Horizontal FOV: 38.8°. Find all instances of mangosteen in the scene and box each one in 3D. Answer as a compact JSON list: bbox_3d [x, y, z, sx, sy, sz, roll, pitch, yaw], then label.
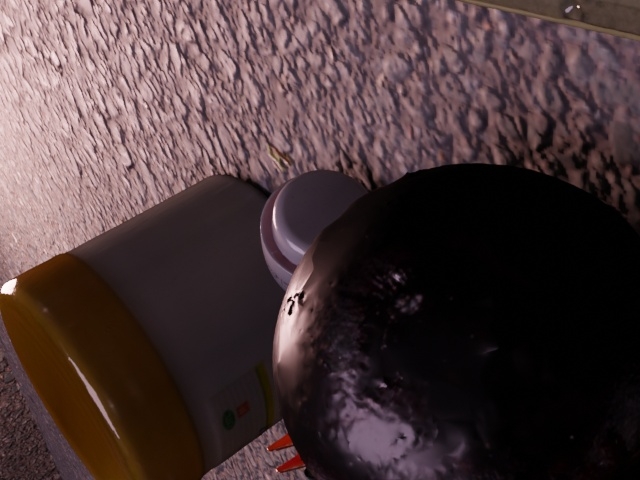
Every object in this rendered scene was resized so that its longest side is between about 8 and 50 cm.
[{"bbox_3d":[0.087,0.067,0.512,0.211,0.211,0.250,48,-179,19],"label":"mangosteen"}]

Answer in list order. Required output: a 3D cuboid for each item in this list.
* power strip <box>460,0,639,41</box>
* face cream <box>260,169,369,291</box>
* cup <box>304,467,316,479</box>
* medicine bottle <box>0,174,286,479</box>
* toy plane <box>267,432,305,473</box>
[{"bbox_3d":[0.110,-0.142,0.386,0.387,0.066,0.092,28,142,41],"label":"power strip"},{"bbox_3d":[0.000,0.000,0.676,0.091,0.091,0.095,49,159,17],"label":"face cream"},{"bbox_3d":[0.101,0.283,0.716,0.196,0.196,0.280,-26,86,62],"label":"cup"},{"bbox_3d":[-0.132,0.091,0.832,0.238,0.231,0.238,40,147,33],"label":"medicine bottle"},{"bbox_3d":[0.020,0.228,0.911,0.189,0.061,0.130,14,129,48],"label":"toy plane"}]
